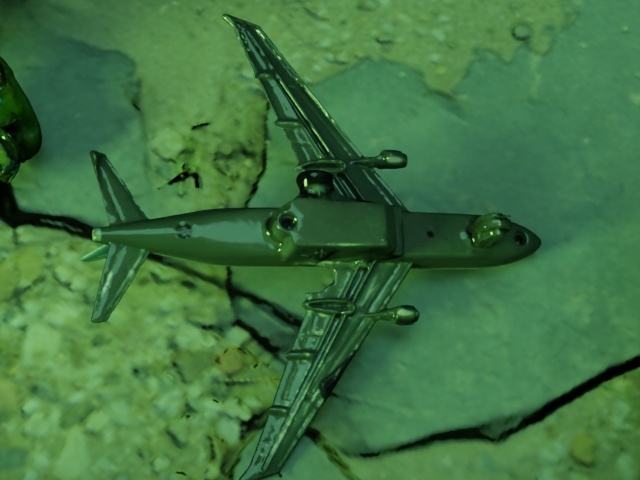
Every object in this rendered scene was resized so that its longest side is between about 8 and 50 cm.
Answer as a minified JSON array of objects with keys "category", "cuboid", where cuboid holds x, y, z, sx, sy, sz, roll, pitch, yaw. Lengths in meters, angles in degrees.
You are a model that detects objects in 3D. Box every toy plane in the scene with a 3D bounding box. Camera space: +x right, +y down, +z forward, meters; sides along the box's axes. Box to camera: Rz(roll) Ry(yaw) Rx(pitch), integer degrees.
[{"category":"toy plane","cuboid":[-0.001,-0.001,0.564,0.226,0.058,0.226,-1,75,-6]}]

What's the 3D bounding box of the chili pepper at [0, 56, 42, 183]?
[{"category":"chili pepper","cuboid":[-0.229,-0.143,0.576,0.165,0.261,0.174,-9,30,37]}]
